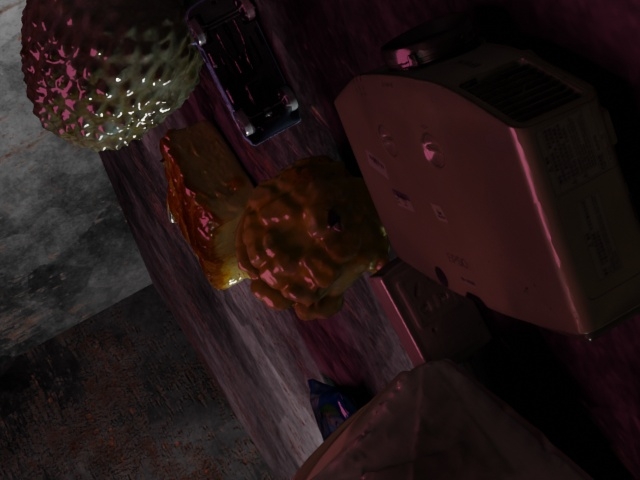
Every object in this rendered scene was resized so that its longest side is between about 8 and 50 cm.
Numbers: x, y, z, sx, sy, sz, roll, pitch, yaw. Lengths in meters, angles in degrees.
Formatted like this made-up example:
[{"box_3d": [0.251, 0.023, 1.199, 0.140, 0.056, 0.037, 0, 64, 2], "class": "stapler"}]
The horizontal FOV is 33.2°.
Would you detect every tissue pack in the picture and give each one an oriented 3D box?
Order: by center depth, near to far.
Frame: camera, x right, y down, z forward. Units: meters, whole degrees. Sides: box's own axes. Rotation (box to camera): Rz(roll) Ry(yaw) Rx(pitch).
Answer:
[{"box_3d": [0.117, 0.284, 1.017, 0.297, 0.207, 0.380, 41, 165, 8], "class": "tissue pack"}]

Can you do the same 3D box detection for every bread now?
[{"box_3d": [-0.174, -0.050, 1.709, 0.185, 0.114, 0.275, 56, 164, 17], "class": "bread"}]

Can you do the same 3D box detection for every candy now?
[{"box_3d": [0.044, 0.313, 1.725, 0.187, 0.077, 0.331, 64, 169, -3], "class": "candy"}]

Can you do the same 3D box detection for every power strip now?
[{"box_3d": [0.114, 0.083, 1.007, 0.175, 0.075, 0.042, 61, 165, -6], "class": "power strip"}]

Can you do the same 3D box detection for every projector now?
[{"box_3d": [0.106, -0.054, 0.726, 0.193, 0.088, 0.269, 67, 165, -19], "class": "projector"}]

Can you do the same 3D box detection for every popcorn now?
[{"box_3d": [-0.005, -0.005, 1.110, 0.173, 0.173, 0.142, 47, 169, 45], "class": "popcorn"}]

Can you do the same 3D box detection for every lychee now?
[{"box_3d": [-0.278, -0.255, 1.402, 0.255, 0.274, 0.255, 35, -174, -5], "class": "lychee"}]

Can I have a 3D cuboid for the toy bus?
[{"box_3d": [-0.091, -0.194, 1.195, 0.167, 0.073, 0.076, 65, 168, -17], "class": "toy bus"}]
